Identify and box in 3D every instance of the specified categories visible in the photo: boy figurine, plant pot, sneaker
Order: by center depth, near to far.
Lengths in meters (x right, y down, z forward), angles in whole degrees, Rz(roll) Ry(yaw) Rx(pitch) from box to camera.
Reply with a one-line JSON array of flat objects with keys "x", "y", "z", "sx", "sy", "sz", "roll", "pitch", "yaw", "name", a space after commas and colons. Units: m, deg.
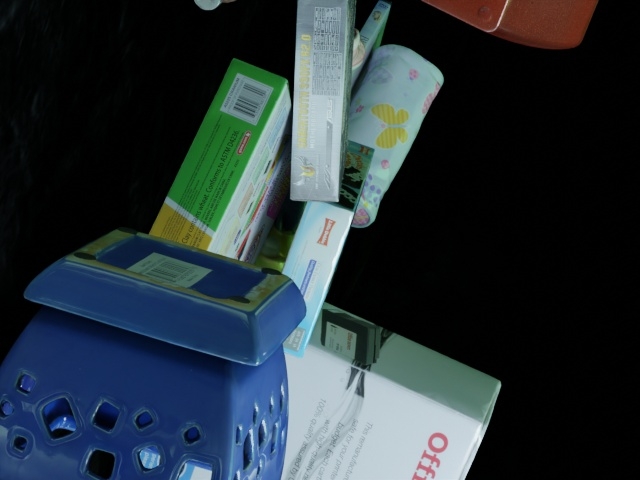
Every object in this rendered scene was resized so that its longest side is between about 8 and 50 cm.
[{"x": -0.143, "y": 0.119, "z": 1.427, "sx": 0.236, "sy": 0.236, "sz": 0.212, "roll": -40, "pitch": 146, "yaw": -75, "name": "plant pot"}, {"x": 0.213, "y": -0.390, "z": 2.083, "sx": 0.236, "sy": 0.267, "sz": 0.267, "roll": -30, "pitch": 145, "yaw": -57, "name": "plant pot"}, {"x": 0.035, "y": -0.262, "z": 2.203, "sx": 0.070, "sy": 0.051, "sz": 0.134, "roll": -65, "pitch": 171, "yaw": 30, "name": "sneaker"}, {"x": -0.055, "y": 0.010, "z": 2.263, "sx": 0.177, "sy": 0.092, "sz": 0.285, "roll": -50, "pitch": 163, "yaw": -67, "name": "boy figurine"}]

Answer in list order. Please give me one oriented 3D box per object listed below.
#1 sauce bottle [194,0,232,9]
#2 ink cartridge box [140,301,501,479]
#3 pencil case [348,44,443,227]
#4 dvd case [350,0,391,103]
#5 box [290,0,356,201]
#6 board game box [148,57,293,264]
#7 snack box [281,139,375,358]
[{"x": -0.078, "y": -0.235, "z": 1.488, "sx": 0.128, "sy": 0.042, "sz": 0.042, "roll": -58, "pitch": 169, "yaw": -59, "name": "sauce bottle"}, {"x": -0.011, "y": 0.240, "z": 2.089, "sx": 0.166, "sy": 0.395, "sz": 0.285, "roll": -48, "pitch": 160, "yaw": -68, "name": "ink cartridge box"}, {"x": 0.077, "y": -0.154, "z": 2.444, "sx": 0.124, "sy": 0.113, "sz": 0.273, "roll": -21, "pitch": -140, "yaw": 62, "name": "pencil case"}, {"x": 0.036, "y": -0.218, "z": 2.476, "sx": 0.180, "sy": 0.022, "sz": 0.253, "roll": 104, "pitch": 11, "yaw": -51, "name": "dvd case"}, {"x": 0.004, "y": -0.179, "z": 1.858, "sx": 0.183, "sy": 0.056, "sz": 0.231, "roll": -76, "pitch": 170, "yaw": -69, "name": "box"}, {"x": -0.104, "y": -0.036, "z": 1.847, "sx": 0.316, "sy": 0.064, "sz": 0.242, "roll": 82, "pitch": 32, "yaw": -77, "name": "board game box"}, {"x": 0.000, "y": 0.000, "z": 2.017, "sx": 0.322, "sy": 0.060, "sz": 0.187, "roll": -69, "pitch": 179, "yaw": -73, "name": "snack box"}]
